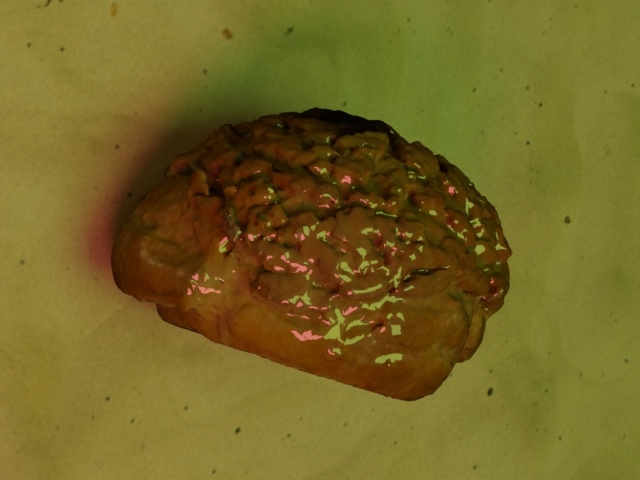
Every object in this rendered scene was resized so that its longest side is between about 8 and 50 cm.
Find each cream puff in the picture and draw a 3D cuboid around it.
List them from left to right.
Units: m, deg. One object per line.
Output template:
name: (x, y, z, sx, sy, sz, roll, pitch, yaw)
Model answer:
cream puff: (0.000, 0.000, 1.499, 0.343, 0.327, 0.231, 18, 90, -5)
